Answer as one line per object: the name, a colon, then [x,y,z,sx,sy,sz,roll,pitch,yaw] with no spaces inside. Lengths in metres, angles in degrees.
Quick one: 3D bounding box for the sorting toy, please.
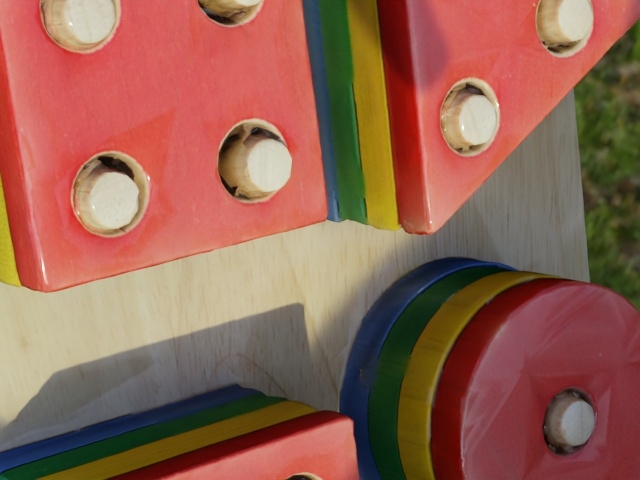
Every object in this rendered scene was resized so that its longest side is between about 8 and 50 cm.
sorting toy: [0.000,0.000,0.513,0.255,0.257,0.089,-14,13,-33]
